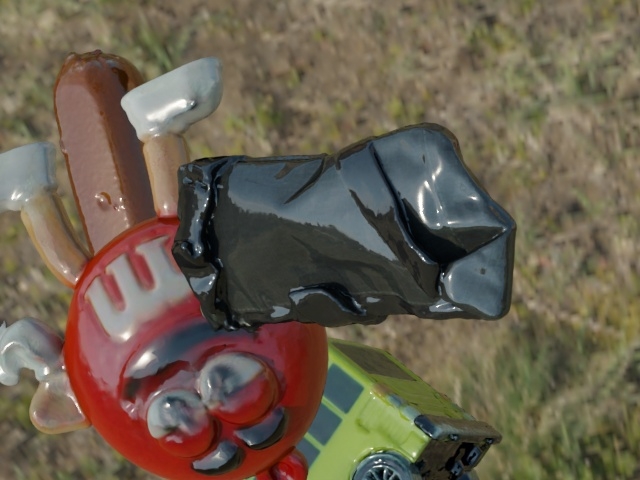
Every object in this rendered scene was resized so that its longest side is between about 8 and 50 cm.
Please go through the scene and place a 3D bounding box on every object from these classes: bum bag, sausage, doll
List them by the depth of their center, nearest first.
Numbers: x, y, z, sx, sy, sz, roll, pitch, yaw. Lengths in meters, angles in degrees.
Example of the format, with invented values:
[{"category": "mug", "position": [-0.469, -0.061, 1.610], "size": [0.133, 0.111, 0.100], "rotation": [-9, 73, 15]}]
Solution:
[{"category": "bum bag", "position": [0.000, 0.000, 0.826], "size": [0.198, 0.087, 0.049], "rotation": [-5, 11, 43]}, {"category": "doll", "position": [-0.079, 0.037, 0.947], "size": [0.183, 0.085, 0.217], "rotation": [-24, 89, 13]}, {"category": "sausage", "position": [-0.171, -0.016, 1.789], "size": [0.094, 0.097, 0.348], "rotation": [-20, 85, 43]}]

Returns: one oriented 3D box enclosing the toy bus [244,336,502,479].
[{"category": "toy bus", "position": [-0.006, 0.207, 1.351], "size": [0.150, 0.128, 0.262], "rotation": [38, 100, 26]}]
